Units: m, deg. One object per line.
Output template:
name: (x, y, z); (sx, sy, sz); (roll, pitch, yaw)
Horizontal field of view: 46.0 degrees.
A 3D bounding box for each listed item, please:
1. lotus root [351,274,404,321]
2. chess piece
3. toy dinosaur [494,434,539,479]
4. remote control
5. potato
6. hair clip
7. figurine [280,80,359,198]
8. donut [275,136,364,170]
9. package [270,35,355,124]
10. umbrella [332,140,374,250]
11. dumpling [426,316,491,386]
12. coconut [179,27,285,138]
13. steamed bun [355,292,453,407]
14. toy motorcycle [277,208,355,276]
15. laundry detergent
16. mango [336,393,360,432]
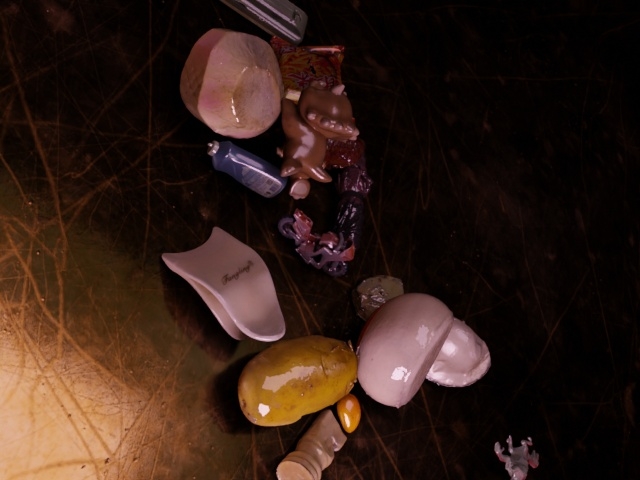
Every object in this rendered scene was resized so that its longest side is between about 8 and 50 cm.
lotus root: (0.151, 0.150, 1.906); (0.144, 0.070, 0.143); (6, 66, -37)
chess piece: (-0.009, 0.452, 1.635); (0.090, 0.090, 0.200); (55, 35, -5)
toy dinosaur: (0.521, 0.616, 2.004); (0.167, 0.053, 0.242); (50, 38, -19)
remote control: (-0.178, -0.650, 2.011); (0.335, 0.065, 0.128); (28, 56, -27)
potato: (-0.046, 0.294, 1.628); (0.300, 0.140, 0.173); (-13, 80, -35)
hair clip: (-0.187, 0.102, 1.619); (0.172, 0.113, 0.282); (-30, 90, -44)
figurine: (0.004, -0.244, 1.750); (0.177, 0.172, 0.247); (67, 24, -66)
donut: (0.007, -0.240, 1.913); (0.186, 0.126, 0.144); (24, 89, -39)
package: (-0.024, -0.412, 1.978); (0.223, 0.108, 0.288); (7, 58, -15)
umbrella: (0.081, -0.122, 1.960); (0.090, 0.094, 0.326); (14, 60, -14)
dumpling: (0.321, 0.285, 1.953); (0.247, 0.142, 0.173); (36, 82, -4)
coconut: (-0.203, -0.365, 1.760); (0.259, 0.259, 0.259); (18, 60, -33)
steamed bun: (0.180, 0.242, 1.768); (0.177, 0.283, 0.283); (29, 45, 16)
toy motorcycle: (0.000, 0.000, 1.818); (0.212, 0.118, 0.084); (41, 40, -17)
laundry detergent: (-0.180, -0.173, 1.764); (0.206, 0.096, 0.061); (28, 64, -28)
mango: (0.065, 0.398, 1.739); (0.060, 0.046, 0.089); (6, 79, -36)
